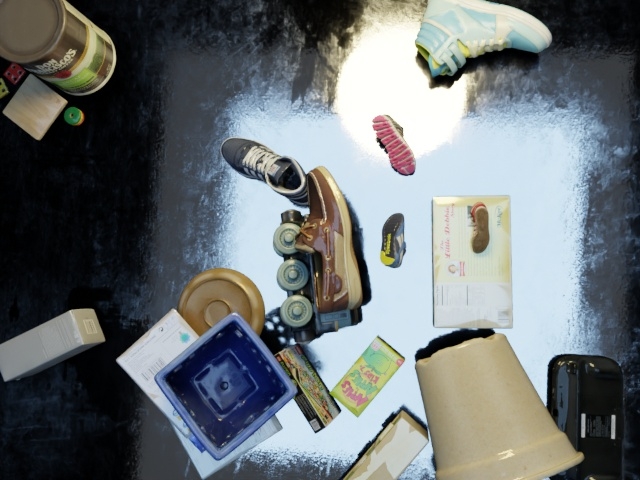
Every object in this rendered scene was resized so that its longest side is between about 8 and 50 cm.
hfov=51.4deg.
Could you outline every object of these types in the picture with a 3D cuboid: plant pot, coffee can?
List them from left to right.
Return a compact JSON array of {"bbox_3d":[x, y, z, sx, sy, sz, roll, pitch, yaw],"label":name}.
[{"bbox_3d":[-0.674,-0.506,1.694,0.202,0.275,0.201,-1,86,8],"label":"coffee can"},{"bbox_3d":[-0.261,0.188,1.709,0.236,0.032,0.236,0,87,8],"label":"plant pot"},{"bbox_3d":[-0.218,0.328,1.525,0.236,0.212,0.236,-38,88,-15],"label":"plant pot"},{"bbox_3d":[0.361,0.384,1.484,0.334,0.334,0.305,-21,73,6],"label":"plant pot"}]

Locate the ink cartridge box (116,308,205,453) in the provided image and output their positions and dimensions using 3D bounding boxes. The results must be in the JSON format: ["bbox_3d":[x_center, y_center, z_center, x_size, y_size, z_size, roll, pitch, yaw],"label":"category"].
[{"bbox_3d":[-0.328,0.345,1.642,0.186,0.065,0.311,-42,87,-14],"label":"ink cartridge box"}]

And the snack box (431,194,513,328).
[{"bbox_3d":[0.366,0.052,1.616,0.187,0.060,0.322,0,86,7],"label":"snack box"}]

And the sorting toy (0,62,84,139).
[{"bbox_3d":[-0.776,-0.364,1.813,0.274,0.046,0.132,37,92,8],"label":"sorting toy"}]

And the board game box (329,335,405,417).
[{"bbox_3d":[0.116,0.335,1.639,0.092,0.043,0.181,40,92,8],"label":"board game box"}]

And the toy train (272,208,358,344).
[{"bbox_3d":[-0.014,0.083,1.637,0.190,0.142,0.334,-6,82,-6],"label":"toy train"}]

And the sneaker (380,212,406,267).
[{"bbox_3d":[0.185,0.001,1.653,0.053,0.059,0.144,-1,67,39],"label":"sneaker"}]

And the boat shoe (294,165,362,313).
[{"bbox_3d":[0.000,0.000,1.531,0.123,0.123,0.342,-11,90,-17],"label":"boat shoe"}]

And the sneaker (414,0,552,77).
[{"bbox_3d":[0.378,-0.470,1.623,0.319,0.127,0.208,25,88,19],"label":"sneaker"}]

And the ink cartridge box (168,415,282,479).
[{"bbox_3d":[-0.243,0.462,1.688,0.232,0.066,0.189,-29,82,-16],"label":"ink cartridge box"}]

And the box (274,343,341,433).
[{"bbox_3d":[-0.036,0.356,1.622,0.036,0.114,0.207,-36,82,20],"label":"box"}]

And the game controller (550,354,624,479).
[{"bbox_3d":[0.625,0.431,1.561,0.166,0.067,0.319,3,87,-6],"label":"game controller"}]

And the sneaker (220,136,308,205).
[{"bbox_3d":[-0.139,-0.188,1.657,0.282,0.153,0.099,31,90,9],"label":"sneaker"}]

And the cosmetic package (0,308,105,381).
[{"bbox_3d":[-0.699,0.269,1.718,0.238,0.127,0.107,-22,84,4],"label":"cosmetic package"}]

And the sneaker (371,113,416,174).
[{"bbox_3d":[0.191,-0.247,1.662,0.063,0.075,0.170,-27,104,31],"label":"sneaker"}]

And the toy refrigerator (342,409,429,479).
[{"bbox_3d":[0.138,0.540,1.592,0.094,0.102,0.269,41,93,9],"label":"toy refrigerator"}]

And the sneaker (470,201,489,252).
[{"bbox_3d":[0.376,-0.034,1.575,0.042,0.067,0.118,2,115,5],"label":"sneaker"}]
